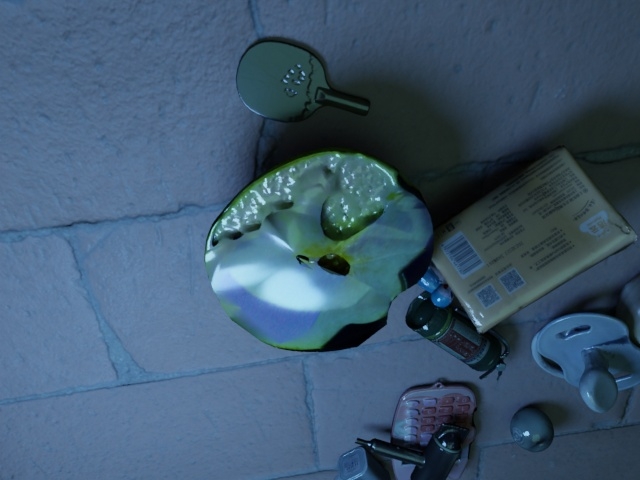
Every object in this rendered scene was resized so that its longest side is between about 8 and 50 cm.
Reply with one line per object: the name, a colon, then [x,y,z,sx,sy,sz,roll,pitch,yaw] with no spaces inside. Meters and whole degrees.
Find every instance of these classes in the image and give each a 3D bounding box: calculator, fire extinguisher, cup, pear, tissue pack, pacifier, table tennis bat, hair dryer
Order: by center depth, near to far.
table tennis bat: [-0.028,-0.258,0.925,0.235,0.022,0.131,15,116,-11]
pear: [-0.003,-0.004,0.984,0.399,0.165,0.398,-3,119,-5]
tissue pack: [0.379,0.008,1.026,0.305,0.238,0.238,-35,117,13]
fire extinguisher: [0.324,0.222,1.188,0.294,0.093,0.118,34,108,-22]
pacifier: [0.597,0.288,1.191,0.227,0.207,0.279,-33,114,33]
hair dryer: [0.209,0.499,1.304,0.248,0.078,0.195,17,111,-7]
calculator: [0.284,0.481,1.362,0.220,0.048,0.329,-2,117,-4]
cup: [0.100,0.617,1.390,0.128,0.095,0.129,-31,115,14]

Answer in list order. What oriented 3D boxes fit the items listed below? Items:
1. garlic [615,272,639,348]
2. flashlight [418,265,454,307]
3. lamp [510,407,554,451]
garlic: [0.799,0.153,1.185,0.279,0.132,0.325,-3,115,6]
flashlight: [0.217,0.082,1.097,0.129,0.051,0.051,45,110,10]
lamp: [0.527,0.472,1.345,0.105,0.105,0.105,-3,120,-5]
